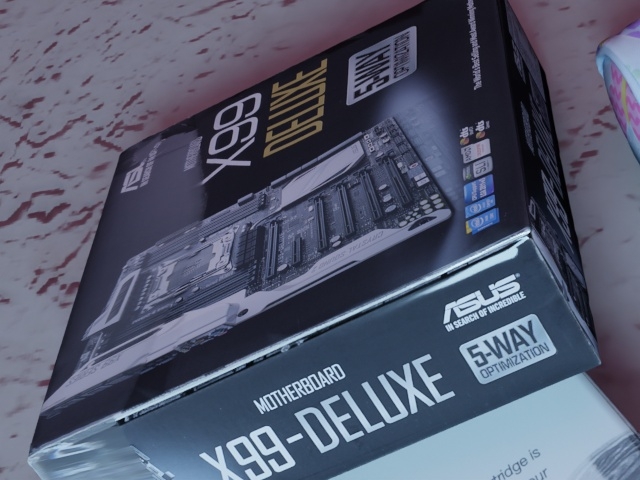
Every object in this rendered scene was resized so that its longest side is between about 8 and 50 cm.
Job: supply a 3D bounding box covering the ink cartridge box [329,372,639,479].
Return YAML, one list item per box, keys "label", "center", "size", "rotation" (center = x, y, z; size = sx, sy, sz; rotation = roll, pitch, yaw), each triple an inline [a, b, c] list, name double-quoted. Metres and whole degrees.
- label: "ink cartridge box"
  center: [0.089, 0.184, 0.787]
  size: [0.197, 0.114, 0.273]
  rotation: [-34, 53, -4]

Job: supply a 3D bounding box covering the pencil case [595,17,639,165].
- label: "pencil case"
  center: [0.281, -0.107, 0.910]
  size: [0.273, 0.113, 0.124]
  rotation: [-26, 72, 2]

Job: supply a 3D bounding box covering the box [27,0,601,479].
- label: "box"
  center: [0.000, 0.000, 0.870]
  size: [0.242, 0.076, 0.307]
  rotation: [-24, 25, 15]
